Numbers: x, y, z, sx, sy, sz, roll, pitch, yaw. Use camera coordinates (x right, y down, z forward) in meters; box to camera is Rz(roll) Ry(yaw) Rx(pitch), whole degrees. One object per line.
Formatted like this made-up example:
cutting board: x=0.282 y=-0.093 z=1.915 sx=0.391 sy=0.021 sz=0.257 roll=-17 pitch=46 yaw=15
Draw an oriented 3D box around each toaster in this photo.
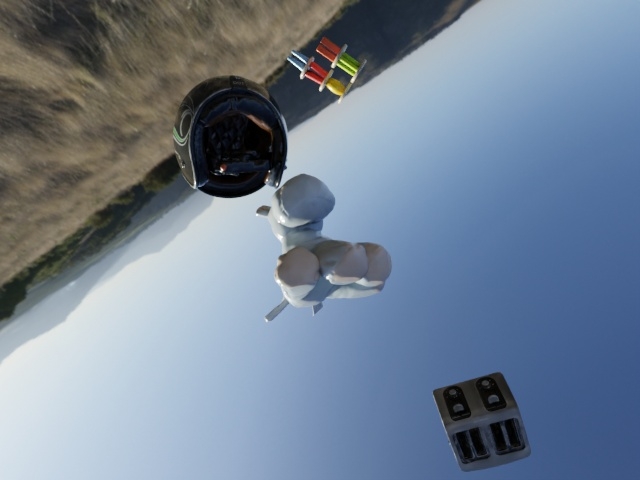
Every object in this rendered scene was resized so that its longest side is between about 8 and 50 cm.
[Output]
toaster: x=0.361 y=0.414 z=0.934 sx=0.168 sy=0.186 sz=0.110 roll=-19 pitch=-161 yaw=10

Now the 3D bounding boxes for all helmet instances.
helmet: x=-0.123 y=-0.137 z=0.573 sx=0.169 sy=0.169 sz=0.161 roll=-40 pitch=-156 yaw=-6

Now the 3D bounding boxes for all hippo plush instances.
hippo plush: x=0.000 y=0.000 z=0.823 sx=0.234 sy=0.237 sz=0.294 roll=-5 pitch=158 yaw=-15

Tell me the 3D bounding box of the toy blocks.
toy blocks: x=0.008 y=-0.376 z=0.877 sx=0.054 sy=0.148 sz=0.123 roll=-63 pitch=-171 yaw=-30
